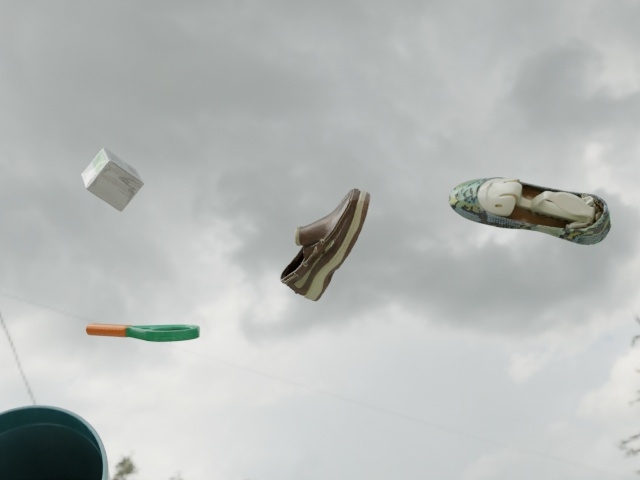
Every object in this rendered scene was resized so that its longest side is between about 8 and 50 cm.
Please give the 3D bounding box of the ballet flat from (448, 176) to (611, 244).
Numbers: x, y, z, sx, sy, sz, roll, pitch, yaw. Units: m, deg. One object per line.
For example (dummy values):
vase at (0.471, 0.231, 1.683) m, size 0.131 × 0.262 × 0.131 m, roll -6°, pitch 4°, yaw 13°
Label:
ballet flat at (0.244, -0.045, 0.929) m, size 0.188 × 0.070 × 0.070 m, roll 11°, pitch -28°, yaw 12°

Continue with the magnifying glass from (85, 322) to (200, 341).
magnifying glass at (-0.313, 0.158, 1.396) m, size 0.230 × 0.026 × 0.092 m, roll -3°, pitch 1°, yaw 27°

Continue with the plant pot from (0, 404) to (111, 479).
plant pot at (-0.447, 0.447, 1.268) m, size 0.271 × 0.272 × 0.255 m, roll -8°, pitch -44°, yaw -6°

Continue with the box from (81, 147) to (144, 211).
box at (-0.472, -0.139, 1.815) m, size 0.102 × 0.101 × 0.087 m, roll 36°, pitch -84°, yaw -32°

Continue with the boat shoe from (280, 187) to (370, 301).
boat shoe at (-0.001, 0.005, 1.401) m, size 0.095 × 0.095 × 0.257 m, roll 23°, pitch -54°, yaw -8°
